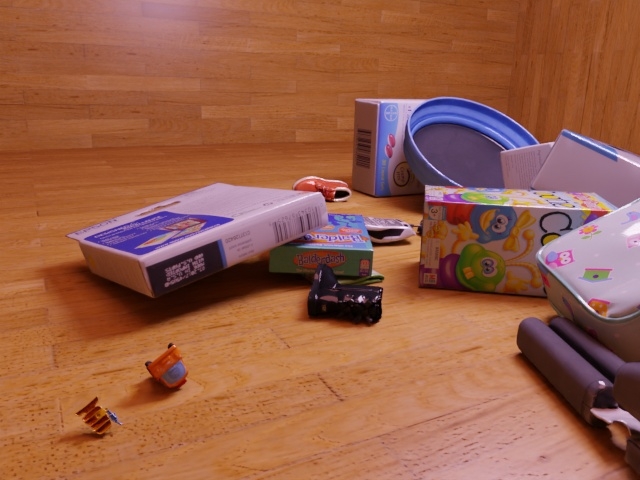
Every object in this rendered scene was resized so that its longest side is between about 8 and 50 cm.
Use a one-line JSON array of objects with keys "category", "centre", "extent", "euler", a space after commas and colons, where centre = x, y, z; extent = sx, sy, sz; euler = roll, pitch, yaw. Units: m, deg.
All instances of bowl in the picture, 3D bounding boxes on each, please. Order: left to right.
[{"category": "bowl", "centre": [0.395, -0.218, 1.415], "extent": [0.390, 0.077, 0.391], "euler": [10, 48, -11]}]

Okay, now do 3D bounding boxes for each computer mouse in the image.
[{"category": "computer mouse", "centre": [0.150, -0.017, 1.102], "extent": [0.192, 0.042, 0.106], "euler": [3, 20, -17]}]

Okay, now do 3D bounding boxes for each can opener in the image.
[{"category": "can opener", "centre": [0.278, 0.124, 0.516], "extent": [0.075, 0.095, 0.283], "euler": [0, 16, -6]}]

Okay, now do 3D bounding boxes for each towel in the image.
[{"category": "towel", "centre": [0.019, 0.042, 0.910], "extent": [0.113, 0.023, 0.152], "euler": [-9, 19, -29]}]

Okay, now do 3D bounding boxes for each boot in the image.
[{"category": "boot", "centre": [0.005, -0.134, 1.469], "extent": [0.157, 0.059, 0.085], "euler": [-1, 21, -12]}, {"category": "boot", "centre": [0.038, 0.071, 0.766], "extent": [0.099, 0.045, 0.121], "euler": [1, 24, 8]}]

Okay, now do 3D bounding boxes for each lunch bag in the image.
[{"category": "lunch bag", "centre": [0.422, 0.028, 0.658], "extent": [0.279, 0.108, 0.224], "euler": [-25, 21, 5]}]

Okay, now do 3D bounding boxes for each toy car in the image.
[{"category": "toy car", "centre": [-0.175, 0.149, 0.533], "extent": [0.040, 0.060, 0.122], "euler": [48, 49, 5]}]

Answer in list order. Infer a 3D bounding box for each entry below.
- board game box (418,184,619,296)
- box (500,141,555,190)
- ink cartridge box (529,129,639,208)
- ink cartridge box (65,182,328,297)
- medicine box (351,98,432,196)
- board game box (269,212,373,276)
[{"category": "board game box", "centre": [0.300, -0.003, 0.876], "extent": [0.275, 0.142, 0.144], "euler": [4, 16, 9]}, {"category": "box", "centre": [0.505, -0.124, 1.215], "extent": [0.180, 0.182, 0.119], "euler": [-13, 6, -41]}, {"category": "ink cartridge box", "centre": [0.588, -0.089, 1.041], "extent": [0.307, 0.129, 0.223], "euler": [2, 30, -40]}, {"category": "ink cartridge box", "centre": [-0.200, -0.016, 0.869], "extent": [0.303, 0.072, 0.307], "euler": [-25, 20, -35]}, {"category": "medicine box", "centre": [0.250, -0.275, 1.602], "extent": [0.289, 0.264, 0.149], "euler": [-6, 17, -25]}, {"category": "board game box", "centre": [0.000, 0.000, 0.931], "extent": [0.160, 0.047, 0.210], "euler": [3, 18, -2]}]
